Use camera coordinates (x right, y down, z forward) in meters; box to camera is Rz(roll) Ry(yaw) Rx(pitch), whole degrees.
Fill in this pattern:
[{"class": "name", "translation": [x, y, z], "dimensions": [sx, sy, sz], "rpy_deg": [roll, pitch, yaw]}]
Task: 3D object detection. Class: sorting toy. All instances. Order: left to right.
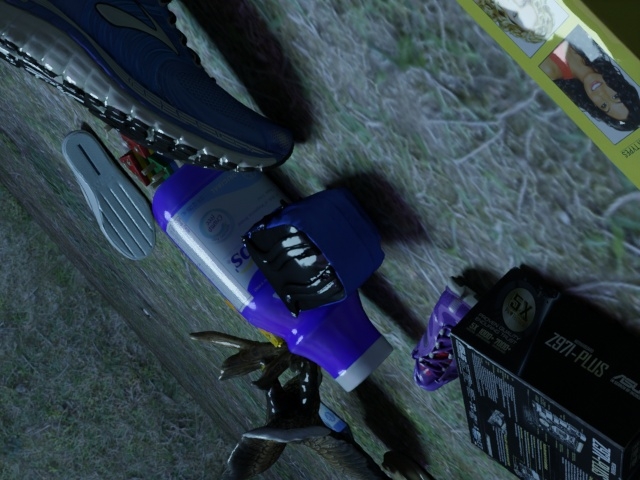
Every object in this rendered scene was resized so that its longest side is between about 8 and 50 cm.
[{"class": "sorting toy", "translation": [-0.223, -0.112, 1.146], "dimensions": [0.132, 0.046, 0.274], "rpy_deg": [31, 155, 41]}]

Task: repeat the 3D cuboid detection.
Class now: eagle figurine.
[{"class": "eagle figurine", "translation": [-0.029, 0.249, 1.201], "dimensions": [0.226, 0.225, 0.298], "rpy_deg": [27, 135, 42]}]

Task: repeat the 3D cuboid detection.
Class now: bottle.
[{"class": "bottle", "translation": [-0.044, 0.031, 0.924], "dimensions": [0.283, 0.118, 0.092], "rpy_deg": [47, 161, 5]}]

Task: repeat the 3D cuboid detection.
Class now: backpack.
[{"class": "backpack", "translation": [0.000, 0.000, 0.795], "dimensions": [0.098, 0.101, 0.120], "rpy_deg": [50, 157, -11]}]

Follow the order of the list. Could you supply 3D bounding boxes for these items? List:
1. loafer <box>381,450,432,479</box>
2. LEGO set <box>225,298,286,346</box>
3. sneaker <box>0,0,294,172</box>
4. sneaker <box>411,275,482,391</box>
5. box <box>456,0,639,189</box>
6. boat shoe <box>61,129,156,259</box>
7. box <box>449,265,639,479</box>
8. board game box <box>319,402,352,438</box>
[{"class": "loafer", "translation": [0.136, 0.354, 1.267], "dimensions": [0.148, 0.050, 0.056], "rpy_deg": [34, 156, 35]}, {"class": "LEGO set", "translation": [-0.057, 0.068, 1.075], "dimensions": [0.093, 0.087, 0.227], "rpy_deg": [45, 162, 9]}, {"class": "sneaker", "translation": [-0.151, -0.170, 0.755], "dimensions": [0.330, 0.147, 0.130], "rpy_deg": [33, 172, -22]}, {"class": "sneaker", "translation": [0.114, 0.092, 0.774], "dimensions": [0.068, 0.071, 0.170], "rpy_deg": [41, 159, 20]}, {"class": "box", "translation": [0.152, -0.067, 0.361], "dimensions": [0.232, 0.087, 0.058], "rpy_deg": [48, 159, 4]}, {"class": "boat shoe", "translation": [-0.331, -0.076, 1.428], "dimensions": [0.226, 0.083, 0.076], "rpy_deg": [65, 169, -13]}, {"class": "box", "translation": [0.185, 0.128, 0.678], "dimensions": [0.147, 0.077, 0.180], "rpy_deg": [34, 157, 35]}, {"class": "board game box", "translation": [0.015, 0.303, 1.480], "dimensions": [0.090, 0.020, 0.090], "rpy_deg": [36, 158, 34]}]
